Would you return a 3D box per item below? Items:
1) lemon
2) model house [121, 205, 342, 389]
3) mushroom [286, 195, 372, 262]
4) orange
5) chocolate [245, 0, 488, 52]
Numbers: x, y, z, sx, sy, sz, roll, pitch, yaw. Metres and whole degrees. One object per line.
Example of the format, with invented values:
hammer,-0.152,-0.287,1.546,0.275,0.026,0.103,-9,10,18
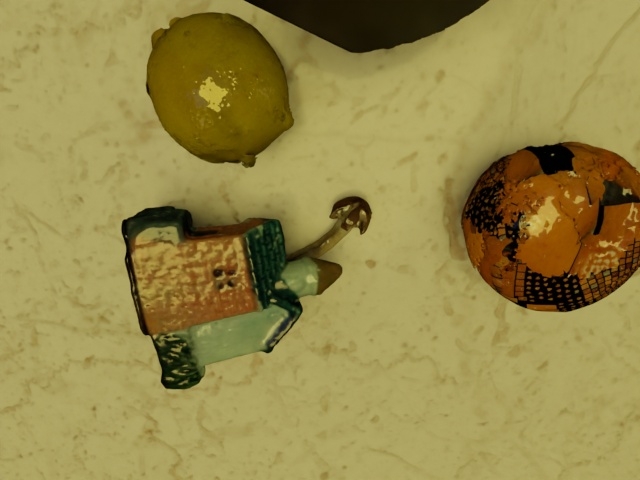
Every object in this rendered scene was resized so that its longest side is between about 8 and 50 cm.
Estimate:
lemon,-0.132,-0.194,0.542,0.173,0.173,0.206,-41,98,13
model house,-0.113,0.065,0.630,0.291,0.184,0.253,-7,105,-6
mushroom,0.000,0.000,0.654,0.187,0.061,0.060,-38,103,17
orange,0.310,-0.017,0.569,0.235,0.182,0.234,-2,103,-8
chocolate,0.042,-0.395,0.404,0.326,0.297,0.314,7,136,-32
